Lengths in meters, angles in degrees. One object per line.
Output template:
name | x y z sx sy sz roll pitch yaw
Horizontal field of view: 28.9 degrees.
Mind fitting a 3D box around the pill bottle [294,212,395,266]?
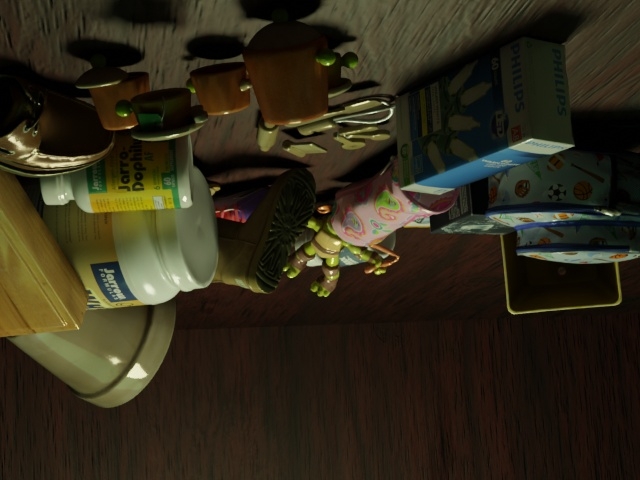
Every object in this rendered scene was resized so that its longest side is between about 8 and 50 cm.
pill bottle | 0.043 -0.004 2.370 0.180 0.108 0.108 -13 165 41

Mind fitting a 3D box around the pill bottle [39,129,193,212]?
pill bottle | -0.289 -0.099 1.774 0.208 0.117 0.117 -3 169 -2

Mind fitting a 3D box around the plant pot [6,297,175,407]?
plant pot | -0.520 0.165 2.660 0.323 0.323 0.280 -14 148 43

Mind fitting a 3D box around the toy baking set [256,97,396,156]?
toy baking set | 0.006 -0.167 1.762 0.197 0.030 0.256 -6 169 -3

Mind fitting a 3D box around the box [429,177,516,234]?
box | 0.290 -0.069 2.161 0.156 0.093 0.158 1 169 -22

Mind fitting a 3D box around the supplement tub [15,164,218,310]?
supplement tub | -0.338 -0.006 1.943 0.316 0.228 0.228 -6 168 14

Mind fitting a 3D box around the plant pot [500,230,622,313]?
plant pot | 0.465 0.022 2.420 0.212 0.212 0.187 -6 180 11

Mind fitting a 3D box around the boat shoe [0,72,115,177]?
boat shoe | -0.383 -0.147 1.527 0.307 0.111 0.104 4 167 -34

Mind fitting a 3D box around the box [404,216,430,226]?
box | 0.218 -0.052 2.386 0.081 0.028 0.136 0 166 -16

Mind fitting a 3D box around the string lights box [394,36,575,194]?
string lights box | 0.206 -0.155 1.603 0.077 0.133 0.259 5 165 -33

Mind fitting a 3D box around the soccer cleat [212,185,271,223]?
soccer cleat | -0.189 -0.032 2.174 0.318 0.109 0.116 -10 167 42

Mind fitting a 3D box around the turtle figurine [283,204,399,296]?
turtle figurine | 0.000 0.000 2.259 0.269 0.087 0.217 24 144 -5

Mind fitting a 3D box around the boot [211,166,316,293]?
boot | -0.163 -0.029 2.060 0.269 0.236 0.089 8 151 37

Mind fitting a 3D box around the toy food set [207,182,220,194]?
toy food set | -0.218 -0.085 2.108 0.083 0.020 0.082 -10 167 32

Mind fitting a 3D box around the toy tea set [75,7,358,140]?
toy tea set | -0.126 -0.200 1.437 0.336 0.124 0.200 -8 -162 5

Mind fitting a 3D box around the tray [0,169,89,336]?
tray | -0.500 -0.016 1.727 0.203 0.076 0.411 -7 136 15

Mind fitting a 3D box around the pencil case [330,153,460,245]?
pencil case | 0.119 -0.074 2.039 0.124 0.124 0.284 1 167 -23

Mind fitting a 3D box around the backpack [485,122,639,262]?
backpack | 0.391 -0.067 1.956 0.263 0.213 0.276 11 168 -15
